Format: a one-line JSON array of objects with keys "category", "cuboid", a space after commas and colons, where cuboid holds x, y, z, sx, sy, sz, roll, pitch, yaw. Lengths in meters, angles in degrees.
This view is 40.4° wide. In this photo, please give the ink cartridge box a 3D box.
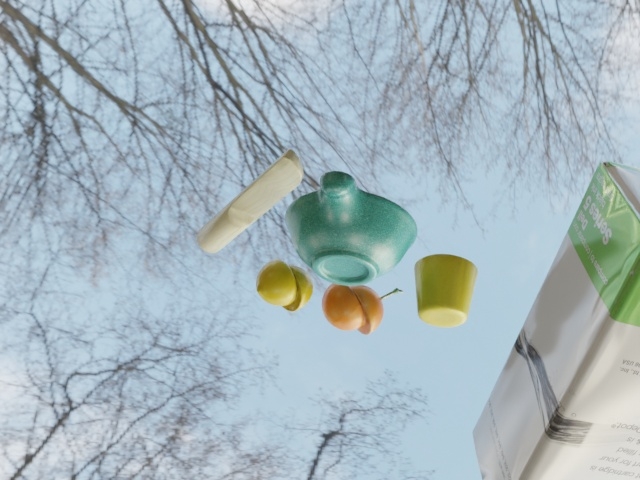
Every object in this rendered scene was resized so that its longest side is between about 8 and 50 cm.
[{"category": "ink cartridge box", "cuboid": [0.256, 0.101, 0.647, 0.199, 0.114, 0.272, 12, -59, -10]}]

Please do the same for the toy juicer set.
[{"category": "toy juicer set", "cuboid": [0.000, 0.000, 0.898, 0.209, 0.329, 0.089, -15, -127, 37]}]
